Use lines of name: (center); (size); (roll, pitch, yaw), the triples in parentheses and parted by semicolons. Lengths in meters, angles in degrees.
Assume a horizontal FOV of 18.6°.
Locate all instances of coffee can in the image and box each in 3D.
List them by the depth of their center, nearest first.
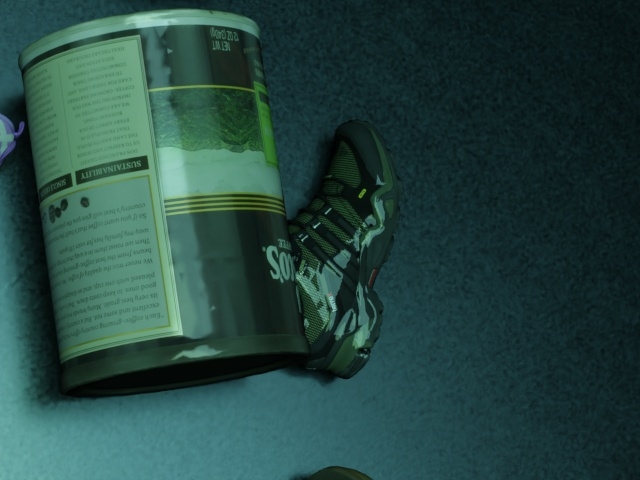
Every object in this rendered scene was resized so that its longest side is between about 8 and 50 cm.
coffee can: (-0.127, -0.026, 1.573); (0.201, 0.201, 0.275); (-6, 81, -19)

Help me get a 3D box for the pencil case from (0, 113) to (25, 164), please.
pencil case: (-0.312, -0.016, 1.571); (0.088, 0.086, 0.206); (17, 74, -1)

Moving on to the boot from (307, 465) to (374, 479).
boot: (0.105, 0.301, 1.658); (0.305, 0.112, 0.115); (48, 38, 1)

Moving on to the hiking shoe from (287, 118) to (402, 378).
hiking shoe: (0.000, 0.000, 1.672); (0.114, 0.086, 0.227); (10, 77, -19)
